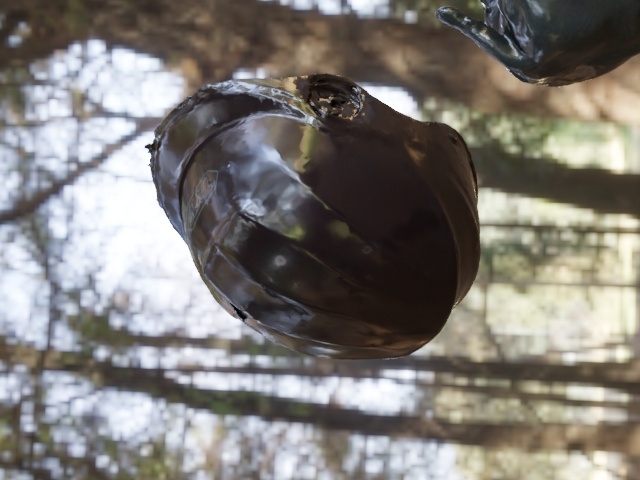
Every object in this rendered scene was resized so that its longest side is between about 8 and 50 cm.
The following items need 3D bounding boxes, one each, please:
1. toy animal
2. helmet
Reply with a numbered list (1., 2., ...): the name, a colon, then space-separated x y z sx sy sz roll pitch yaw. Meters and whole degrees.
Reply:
1. toy animal: 0.185 -0.183 0.917 0.137 0.269 0.082 58 164 15
2. helmet: 0.000 0.000 1.320 0.177 0.305 0.225 -97 25 -43
